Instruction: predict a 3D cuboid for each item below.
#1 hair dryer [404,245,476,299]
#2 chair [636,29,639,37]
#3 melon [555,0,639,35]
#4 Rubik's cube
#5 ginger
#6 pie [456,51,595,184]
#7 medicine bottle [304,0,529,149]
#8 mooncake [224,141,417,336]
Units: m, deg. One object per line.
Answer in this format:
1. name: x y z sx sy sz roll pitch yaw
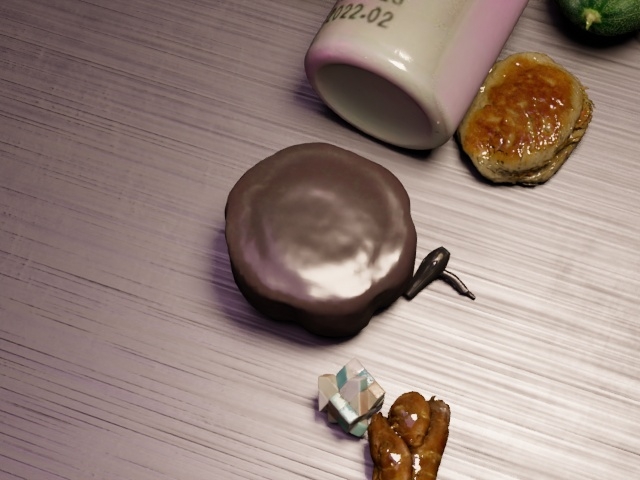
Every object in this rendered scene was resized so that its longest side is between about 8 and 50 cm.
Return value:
1. hair dryer: 0.157 0.058 1.647 0.083 0.031 0.079 38 85 7
2. chair: 0.606 -0.317 1.708 0.325 0.170 0.160 -20 71 -12
3. melon: 0.402 -0.379 1.716 0.182 0.182 0.288 24 57 11
4. Rubik's cube: 0.032 0.191 1.569 0.073 0.084 0.075 -37 55 -16
5. ginger: 0.098 0.246 1.537 0.073 0.103 0.162 -5 55 38
6. pie: 0.265 -0.162 1.701 0.163 0.079 0.193 27 74 17
7. medicine bottle: 0.158 -0.330 1.694 0.219 0.219 0.388 26 73 12
8. mooncake: 0.000 0.000 1.615 0.245 0.133 0.245 -1 68 2
